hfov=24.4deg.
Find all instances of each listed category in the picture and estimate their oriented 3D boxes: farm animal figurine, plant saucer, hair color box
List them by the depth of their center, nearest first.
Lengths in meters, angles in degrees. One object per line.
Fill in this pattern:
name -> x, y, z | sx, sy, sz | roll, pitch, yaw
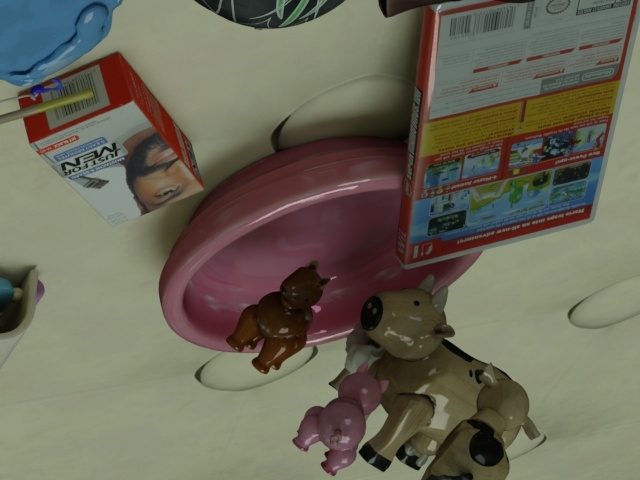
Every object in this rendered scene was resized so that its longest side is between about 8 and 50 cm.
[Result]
hair color box -> -0.170, -0.079, 1.225 | 0.093, 0.053, 0.167 | -22, 154, 7
farm animal figurine -> 0.095, 0.135, 1.354 | 0.172, 0.330, 0.327 | -50, 143, 7
plant saucer -> 0.000, 0.000, 1.447 | 0.332, 0.084, 0.332 | -15, 154, -7

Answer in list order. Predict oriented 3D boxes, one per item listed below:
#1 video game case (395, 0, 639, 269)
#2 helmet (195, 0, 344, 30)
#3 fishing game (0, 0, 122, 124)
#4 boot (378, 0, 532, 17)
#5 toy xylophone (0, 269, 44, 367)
video game case -> 0.171, -0.108, 1.291 | 0.204, 0.025, 0.285 | -14, 134, -19
helmet -> -0.028, -0.220, 0.920 | 0.169, 0.161, 0.169 | -14, 153, -7
fishing game -> -0.223, -0.173, 1.027 | 0.189, 0.041, 0.264 | -22, 150, -13
boot -> 0.151, -0.246, 1.059 | 0.207, 0.090, 0.248 | -13, 157, -13
toy xylophone -> -0.427, 0.101, 1.378 | 0.323, 0.081, 0.236 | 7, 145, -40
